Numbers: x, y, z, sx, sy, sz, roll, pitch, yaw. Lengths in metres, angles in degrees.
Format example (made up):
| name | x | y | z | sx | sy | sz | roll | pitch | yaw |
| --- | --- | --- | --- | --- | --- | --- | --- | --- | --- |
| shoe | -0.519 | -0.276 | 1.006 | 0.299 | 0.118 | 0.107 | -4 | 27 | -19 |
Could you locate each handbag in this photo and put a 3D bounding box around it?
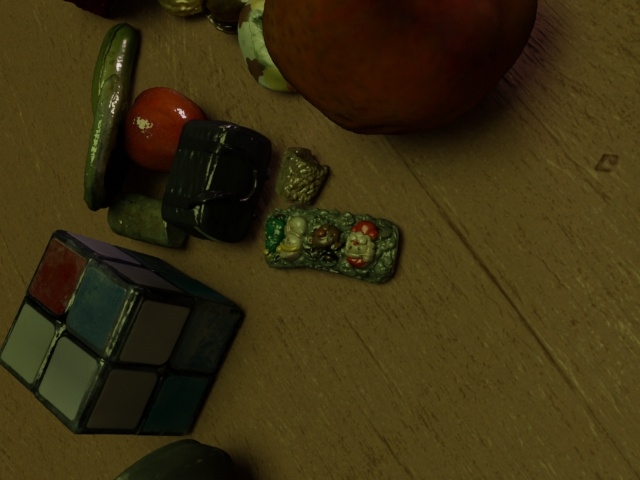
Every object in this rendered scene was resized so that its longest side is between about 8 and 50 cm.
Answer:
| name | x | y | z | sx | sy | sz | roll | pitch | yaw |
| --- | --- | --- | --- | --- | --- | --- | --- | --- | --- |
| handbag | -0.209 | -0.122 | 1.774 | 0.181 | 0.181 | 0.254 | 17 | 89 | 43 |

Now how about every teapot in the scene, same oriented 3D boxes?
| name | x | y | z | sx | sy | sz | roll | pitch | yaw |
| --- | --- | --- | --- | --- | --- | --- | --- | --- | --- |
| teapot | -0.240 | 0.605 | 1.575 | 0.361 | 0.306 | 0.376 | 49 | 135 | 25 |

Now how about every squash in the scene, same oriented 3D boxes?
| name | x | y | z | sx | sy | sz | roll | pitch | yaw |
| --- | --- | --- | --- | --- | --- | --- | --- | --- | --- |
| squash | -0.521 | -0.382 | 2.099 | 0.095 | 0.094 | 0.340 | 1 | 80 | 34 |

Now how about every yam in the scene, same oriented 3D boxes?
| name | x | y | z | sx | sy | sz | roll | pitch | yaw |
| --- | --- | --- | --- | --- | --- | --- | --- | --- | --- |
| yam | -0.383 | -0.046 | 1.916 | 0.194 | 0.107 | 0.107 | 14 | 86 | 35 |

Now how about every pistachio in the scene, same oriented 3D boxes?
| name | x | y | z | sx | sy | sz | roll | pitch | yaw |
| --- | --- | --- | --- | --- | --- | --- | --- | --- | --- |
| pistachio | -0.171 | -0.539 | 1.881 | 0.210 | 0.130 | 0.165 | 6 | 87 | 17 |

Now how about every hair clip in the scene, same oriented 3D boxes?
| name | x | y | z | sx | sy | sz | roll | pitch | yaw |
| --- | --- | --- | --- | --- | --- | --- | --- | --- | --- |
| hair clip | -0.002 | 0.000 | 1.655 | 0.321 | 0.091 | 0.138 | 6 | 85 | 35 |

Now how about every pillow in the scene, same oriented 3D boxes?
| name | x | y | z | sx | sy | sz | roll | pitch | yaw |
| --- | --- | --- | --- | --- | --- | --- | --- | --- | --- |
| pillow | -0.069 | -0.430 | 1.789 | 0.214 | 0.086 | 0.233 | -8 | 88 | 15 |

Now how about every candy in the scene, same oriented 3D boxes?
| name | x | y | z | sx | sy | sz | roll | pitch | yaw |
| --- | --- | --- | --- | --- | --- | --- | --- | --- | --- |
| candy | -0.042 | -0.131 | 1.728 | 0.095 | 0.085 | 0.110 | 47 | 116 | 41 |

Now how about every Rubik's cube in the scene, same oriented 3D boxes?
| name | x | y | z | sx | sy | sz | roll | pitch | yaw |
| --- | --- | --- | --- | --- | --- | --- | --- | --- | --- |
| Rubik's cube | -0.410 | 0.195 | 1.747 | 0.313 | 0.318 | 0.316 | 28 | 94 | 37 |

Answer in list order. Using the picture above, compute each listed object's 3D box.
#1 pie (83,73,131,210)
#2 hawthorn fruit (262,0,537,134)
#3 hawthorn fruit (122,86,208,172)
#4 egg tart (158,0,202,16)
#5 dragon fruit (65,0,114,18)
| name | x | y | z | sx | sy | sz | roll | pitch | yaw |
| --- | --- | --- | --- | --- | --- | --- | --- | --- | --- |
| pie | -0.479 | -0.207 | 1.918 | 0.071 | 0.323 | 0.323 | 8 | 81 | -6 |
| hawthorn fruit | 0.128 | -0.400 | 1.480 | 0.472 | 0.472 | 0.471 | -9 | 74 | 32 |
| hawthorn fruit | -0.328 | -0.235 | 1.896 | 0.226 | 0.196 | 0.196 | 21 | 90 | 6 |
| egg tart | -0.301 | -0.708 | 1.997 | 0.339 | 0.153 | 0.351 | 38 | 101 | 31 |
| dragon fruit | -0.563 | -0.706 | 2.041 | 0.286 | 0.228 | 0.329 | -59 | 15 | 6 |
